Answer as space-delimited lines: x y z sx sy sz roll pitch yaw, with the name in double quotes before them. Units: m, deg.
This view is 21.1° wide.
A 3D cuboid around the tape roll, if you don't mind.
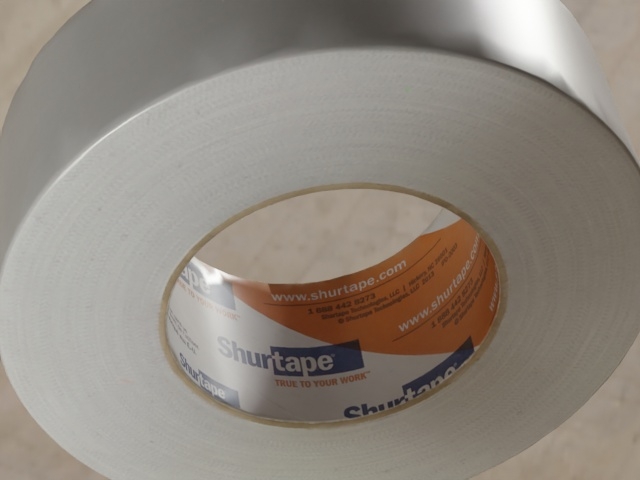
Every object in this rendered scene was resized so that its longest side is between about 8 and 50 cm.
"tape roll" 0.000 0.000 0.585 0.219 0.219 0.072 -5 -135 -7
